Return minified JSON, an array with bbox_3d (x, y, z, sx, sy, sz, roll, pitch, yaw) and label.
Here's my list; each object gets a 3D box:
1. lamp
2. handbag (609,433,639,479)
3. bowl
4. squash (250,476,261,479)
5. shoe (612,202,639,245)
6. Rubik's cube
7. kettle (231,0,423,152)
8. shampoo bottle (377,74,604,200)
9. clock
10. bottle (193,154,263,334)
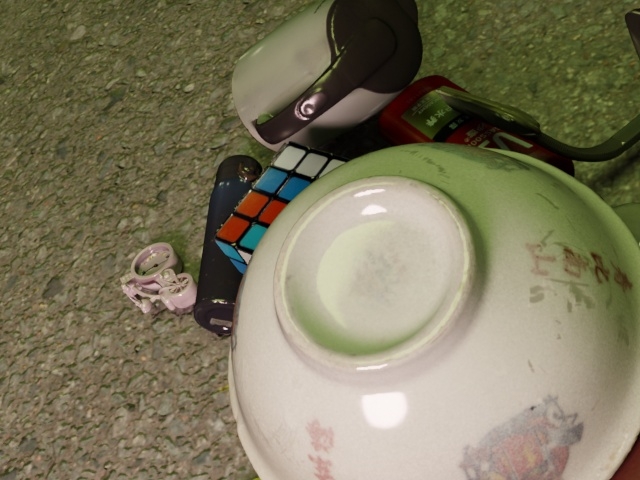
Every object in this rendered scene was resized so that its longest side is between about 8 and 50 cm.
[{"bbox_3d":[0.288,-0.171,1.284,0.283,0.124,0.203,-26,31,-15],"label":"lamp"},{"bbox_3d":[0.293,0.190,1.028,0.260,0.084,0.275,-25,50,17],"label":"handbag"},{"bbox_3d":[0.075,0.062,1.019,0.435,0.196,0.434,-10,63,20],"label":"bowl"},{"bbox_3d":[-0.043,0.352,1.122,0.252,0.049,0.252,-16,50,20],"label":"squash"},{"bbox_3d":[0.285,0.026,1.183,0.195,0.078,0.079,-47,47,-8],"label":"shoe"},{"bbox_3d":[0.000,0.000,1.307,0.154,0.151,0.155,21,67,37],"label":"Rubik's cube"},{"bbox_3d":[-0.001,-0.195,1.383,0.221,0.161,0.236,-49,16,-32],"label":"kettle"},{"bbox_3d":[0.200,-0.095,1.325,0.118,0.076,0.314,-31,44,-17],"label":"shampoo bottle"},{"bbox_3d":[-0.207,0.054,1.450,0.087,0.041,0.129,-40,41,-11],"label":"clock"},{"bbox_3d":[-0.111,-0.002,1.419,0.082,0.072,0.244,126,154,-46],"label":"bottle"}]
